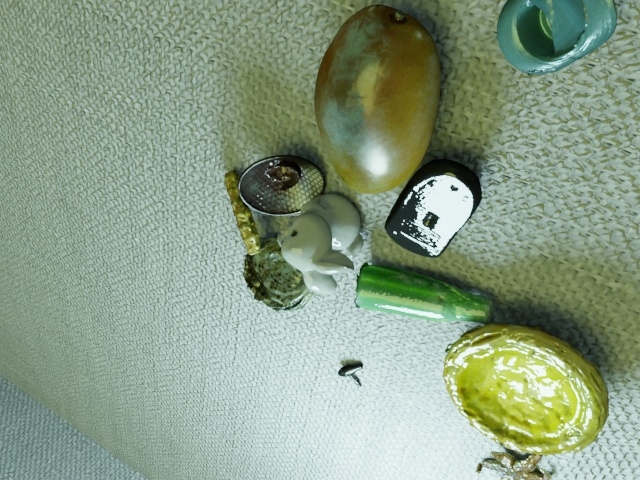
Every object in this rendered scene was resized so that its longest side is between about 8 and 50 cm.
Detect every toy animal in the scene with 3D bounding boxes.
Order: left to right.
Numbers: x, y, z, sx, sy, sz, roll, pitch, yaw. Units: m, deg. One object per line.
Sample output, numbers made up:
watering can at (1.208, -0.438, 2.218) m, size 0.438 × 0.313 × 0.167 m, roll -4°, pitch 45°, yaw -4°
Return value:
toy animal at (0.008, 0.000, 1.242) m, size 0.178 × 0.193 × 0.127 m, roll 40°, pitch 136°, yaw -8°

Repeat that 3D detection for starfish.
starfish at (0.480, 0.555, 1.417) m, size 0.150 × 0.053 × 0.210 m, roll 30°, pitch 130°, yaw -4°

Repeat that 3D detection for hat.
hat at (-0.089, -0.146, 1.281) m, size 0.192 × 0.082 × 0.193 m, roll -6°, pitch 144°, yaw -4°
hat at (0.356, -0.327, 0.848) m, size 0.191 × 0.077 × 0.138 m, roll -10°, pitch 107°, yaw 59°

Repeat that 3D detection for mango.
mango at (0.095, -0.223, 1.021) m, size 0.221 × 0.199 × 0.384 m, roll 22°, pitch 143°, yaw 11°

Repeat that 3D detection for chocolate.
chocolate at (0.223, 0.124, 1.243) m, size 0.291 × 0.110 × 0.110 m, roll 11°, pitch 126°, yaw 25°

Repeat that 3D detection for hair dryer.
hair dryer at (0.097, 0.366, 1.555) m, size 0.079 × 0.031 × 0.083 m, roll -25°, pitch 119°, yaw 34°

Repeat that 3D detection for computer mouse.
computer mouse at (0.223, -0.073, 1.107) m, size 0.137 × 0.086 × 0.270 m, roll 28°, pitch 146°, yaw 3°

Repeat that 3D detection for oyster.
oyster at (-0.076, 0.083, 1.424) m, size 0.267 × 0.112 × 0.199 m, roll 21°, pitch 110°, yaw 32°

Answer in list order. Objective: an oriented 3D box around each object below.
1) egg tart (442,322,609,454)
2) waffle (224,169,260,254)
egg tart at (0.421, 0.291, 1.197) m, size 0.345 × 0.132 × 0.346 m, roll 17°, pitch 128°, yaw 23°
waffle at (-0.188, -0.072, 1.374) m, size 0.161 × 0.046 × 0.192 m, roll 84°, pitch 165°, yaw -58°
